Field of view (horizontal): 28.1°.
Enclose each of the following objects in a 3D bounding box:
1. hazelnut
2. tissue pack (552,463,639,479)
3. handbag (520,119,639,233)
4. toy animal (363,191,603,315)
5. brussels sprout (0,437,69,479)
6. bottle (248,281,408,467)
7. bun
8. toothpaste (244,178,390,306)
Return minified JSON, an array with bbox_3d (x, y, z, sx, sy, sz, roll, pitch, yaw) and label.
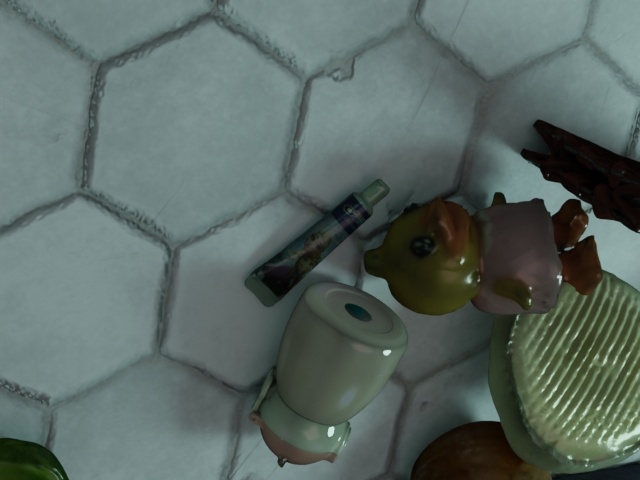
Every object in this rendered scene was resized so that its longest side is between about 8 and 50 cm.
[{"bbox_3d":[0.225,0.360,1.814,0.214,0.176,0.214,1,95,8],"label":"hazelnut"},{"bbox_3d":[0.494,0.458,1.918,0.394,0.288,0.124,-2,115,-25],"label":"tissue pack"},{"bbox_3d":[0.422,-0.054,1.648,0.275,0.260,0.084,17,106,-35],"label":"handbag"},{"bbox_3d":[0.195,0.020,1.626,0.281,0.195,0.169,4,133,-12],"label":"toy animal"},{"bbox_3d":[-0.385,0.310,1.513,0.183,0.131,0.145,-14,142,-19],"label":"brussels sprout"},{"bbox_3d":[0.001,0.184,1.632,0.147,0.147,0.236,12,116,-30],"label":"bottle"},{"bbox_3d":[0.343,0.176,1.763,0.287,0.146,0.287,3,81,-18],"label":"bun"},{"bbox_3d":[0.000,0.000,1.601,0.216,0.037,0.062,-40,126,3],"label":"toothpaste"}]
